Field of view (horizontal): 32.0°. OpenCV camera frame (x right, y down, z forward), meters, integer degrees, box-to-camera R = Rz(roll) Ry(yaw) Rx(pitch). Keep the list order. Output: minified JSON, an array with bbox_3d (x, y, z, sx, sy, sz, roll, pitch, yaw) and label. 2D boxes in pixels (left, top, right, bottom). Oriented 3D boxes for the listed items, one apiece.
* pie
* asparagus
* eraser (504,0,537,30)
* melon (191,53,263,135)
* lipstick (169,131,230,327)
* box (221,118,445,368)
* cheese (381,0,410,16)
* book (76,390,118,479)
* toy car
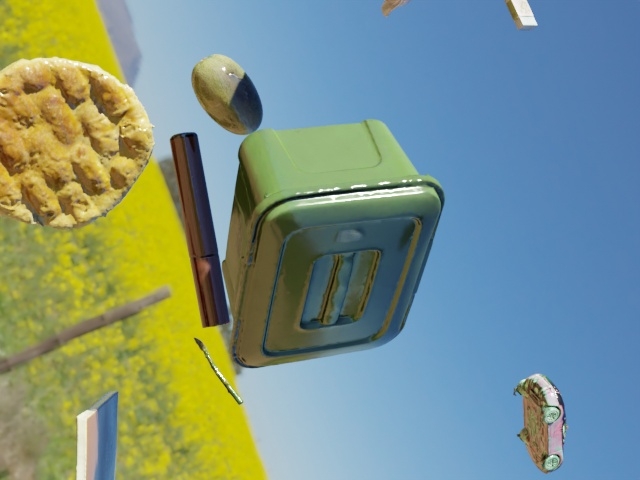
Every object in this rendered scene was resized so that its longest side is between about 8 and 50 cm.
[{"bbox_3d":[-0.473,-0.176,2.007,0.083,0.339,0.340,-122,-167,-65],"label":"pie"},{"bbox_3d":[-0.203,0.257,2.206,0.163,0.016,0.016,54,-41,13],"label":"asparagus"},{"bbox_3d":[0.341,-0.401,1.919,0.019,0.038,0.083,-42,-117,48],"label":"eraser"},{"bbox_3d":[-0.162,-0.255,1.971,0.162,0.099,0.099,53,-1,-23],"label":"melon"},{"bbox_3d":[-0.221,-0.020,2.035,0.057,0.057,0.357,151,-71,-82],"label":"lipstick"},{"bbox_3d":[0.000,0.000,1.456,0.329,0.252,0.178,105,-27,-46],"label":"box"},{"bbox_3d":[0.189,-0.550,2.199,0.052,0.245,0.135,25,22,-23],"label":"cheese"},{"bbox_3d":[-0.456,0.462,2.282,0.374,0.028,0.263,175,-84,-88],"label":"book"},{"bbox_3d":[0.291,0.237,1.447,0.069,0.055,0.142,-128,-155,-53],"label":"toy car"}]
